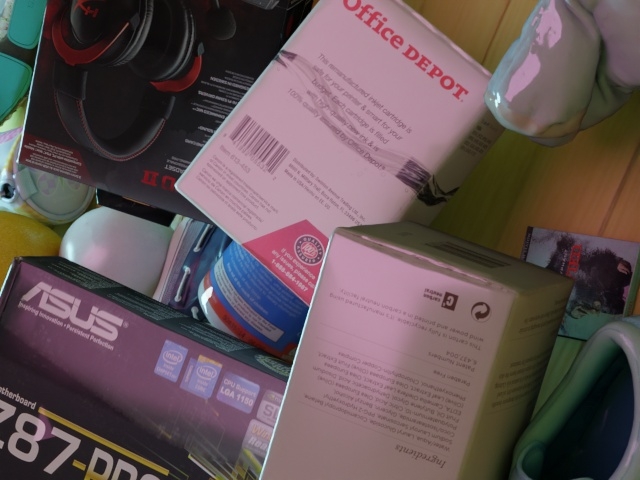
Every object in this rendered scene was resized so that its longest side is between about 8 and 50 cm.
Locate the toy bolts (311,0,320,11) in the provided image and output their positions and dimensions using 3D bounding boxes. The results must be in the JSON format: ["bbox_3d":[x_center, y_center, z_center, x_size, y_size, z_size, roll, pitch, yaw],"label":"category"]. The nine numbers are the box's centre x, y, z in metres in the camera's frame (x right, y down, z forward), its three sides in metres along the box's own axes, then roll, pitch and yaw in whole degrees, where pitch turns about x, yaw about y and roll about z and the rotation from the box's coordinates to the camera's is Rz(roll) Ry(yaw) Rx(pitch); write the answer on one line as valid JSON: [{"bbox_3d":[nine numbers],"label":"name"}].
[{"bbox_3d":[-0.100,-0.161,1.811,0.228,0.218,0.158,-54,39,34],"label":"toy bolts"}]

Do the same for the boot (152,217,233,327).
[{"bbox_3d":[-0.116,0.065,1.844,0.086,0.069,0.190,2,77,47],"label":"boot"}]

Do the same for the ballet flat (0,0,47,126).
[{"bbox_3d":[-0.353,-0.221,2.182,0.241,0.091,0.077,-59,14,8],"label":"ballet flat"}]

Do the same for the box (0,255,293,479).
[{"bbox_3d":[-0.139,0.230,1.671,0.395,0.097,0.318,24,97,19],"label":"box"}]

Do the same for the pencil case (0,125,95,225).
[{"bbox_3d":[-0.367,-0.054,2.100,0.273,0.113,0.124,-10,28,44],"label":"pencil case"}]

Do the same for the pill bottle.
[{"bbox_3d":[0.000,0.000,1.709,0.221,0.124,0.124,-51,48,23],"label":"pill bottle"}]

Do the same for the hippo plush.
[{"bbox_3d":[0.293,-0.157,1.446,0.236,0.234,0.294,31,118,16],"label":"hippo plush"}]

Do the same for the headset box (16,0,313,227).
[{"bbox_3d":[-0.136,-0.156,1.717,0.218,0.110,0.293,18,113,8],"label":"headset box"}]

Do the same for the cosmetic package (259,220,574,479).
[{"bbox_3d":[0.054,0.182,1.448,0.155,0.197,0.366,20,97,18],"label":"cosmetic package"}]

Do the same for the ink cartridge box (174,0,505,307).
[{"bbox_3d":[0.025,-0.079,1.582,0.172,0.100,0.237,41,97,17],"label":"ink cartridge box"}]

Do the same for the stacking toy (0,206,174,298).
[{"bbox_3d":[-0.355,0.086,1.963,0.479,0.350,0.351,-19,63,22],"label":"stacking toy"}]

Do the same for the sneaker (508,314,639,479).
[{"bbox_3d":[0.175,0.215,1.444,0.135,0.150,0.366,28,98,47],"label":"sneaker"}]

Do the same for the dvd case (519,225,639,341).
[{"bbox_3d":[0.207,0.037,1.568,0.119,0.013,0.087,11,85,47],"label":"dvd case"}]
